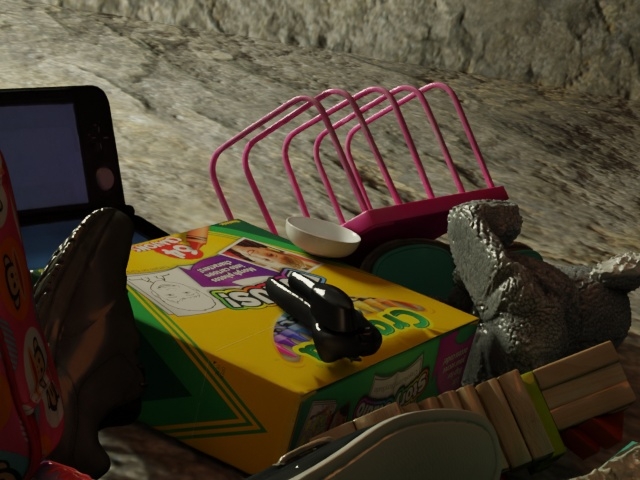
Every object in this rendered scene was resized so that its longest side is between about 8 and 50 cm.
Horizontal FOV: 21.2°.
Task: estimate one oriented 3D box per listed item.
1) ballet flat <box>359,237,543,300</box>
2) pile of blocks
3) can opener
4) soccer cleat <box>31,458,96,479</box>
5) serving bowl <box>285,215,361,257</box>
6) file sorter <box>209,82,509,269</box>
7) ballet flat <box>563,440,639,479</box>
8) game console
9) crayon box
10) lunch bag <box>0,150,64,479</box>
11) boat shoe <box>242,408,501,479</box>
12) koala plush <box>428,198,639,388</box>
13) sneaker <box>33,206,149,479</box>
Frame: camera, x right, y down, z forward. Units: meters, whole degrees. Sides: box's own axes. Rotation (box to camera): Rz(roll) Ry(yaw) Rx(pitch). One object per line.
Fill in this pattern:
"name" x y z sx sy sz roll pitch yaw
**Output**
"ballet flat" 0.135 0.050 2.036 0.316 0.107 0.106 3 -1 -43
"pile of blocks" 0.147 0.198 1.572 0.362 0.149 0.112 -11 71 -34
"can opener" 0.003 0.064 1.586 0.059 0.073 0.186 -2 14 -22
"soccer cleat" -0.175 0.208 1.283 0.083 0.095 0.248 1 21 -34
"serving bowl" 0.000 0.000 1.838 0.083 0.027 0.083 15 13 -4
"file sorter" 0.040 -0.074 2.036 0.202 0.182 0.291 -30 -11 36
"ballet flat" 0.201 0.255 1.359 0.147 0.147 0.409 24 21 33
"game console" -0.291 -0.063 1.962 0.173 0.250 0.293 -8 0 40
"crayon box" -0.063 0.096 1.699 0.313 0.106 0.363 21 19 26
"lunch bag" -0.344 0.063 1.274 0.258 0.293 0.120 -10 14 10
"boat shoe" 0.012 0.202 1.327 0.303 0.114 0.091 -12 4 -38
"koala plush" 0.250 0.082 1.859 0.221 0.196 0.203 2 31 -30
"sneaker" -0.206 0.097 1.492 0.130 0.109 0.286 27 52 -13
